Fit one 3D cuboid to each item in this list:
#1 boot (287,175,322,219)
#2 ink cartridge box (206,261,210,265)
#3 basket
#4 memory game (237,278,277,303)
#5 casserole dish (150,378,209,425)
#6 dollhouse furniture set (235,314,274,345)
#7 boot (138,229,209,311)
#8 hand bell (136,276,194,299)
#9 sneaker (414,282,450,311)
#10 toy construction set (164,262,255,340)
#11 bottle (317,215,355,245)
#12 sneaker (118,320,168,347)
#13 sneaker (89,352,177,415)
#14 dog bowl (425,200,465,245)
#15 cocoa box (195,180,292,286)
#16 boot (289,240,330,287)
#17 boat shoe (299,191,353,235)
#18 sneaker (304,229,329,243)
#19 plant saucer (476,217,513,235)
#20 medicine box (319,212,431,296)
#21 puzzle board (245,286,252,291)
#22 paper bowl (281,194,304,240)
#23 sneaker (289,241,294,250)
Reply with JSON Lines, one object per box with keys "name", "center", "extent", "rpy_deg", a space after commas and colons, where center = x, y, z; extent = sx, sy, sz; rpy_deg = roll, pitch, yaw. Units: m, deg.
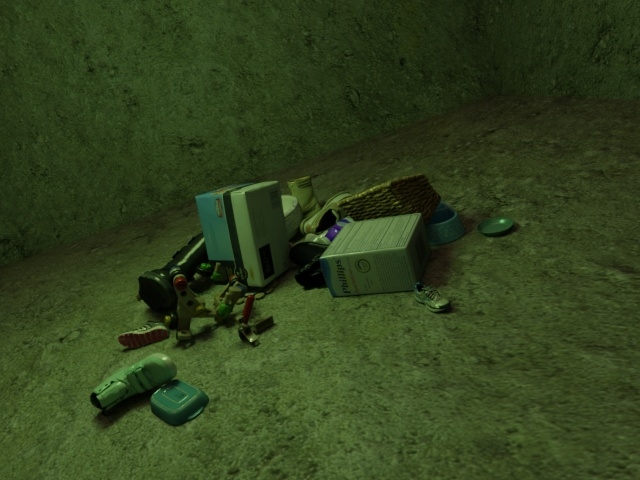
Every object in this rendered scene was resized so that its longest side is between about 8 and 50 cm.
{"name": "boot", "center": [-0.139, -0.187, 2.355], "extent": [0.262, 0.203, 0.095], "rpy_deg": [-22, 21, -9]}
{"name": "ink cartridge box", "center": [-0.462, 0.099, 2.096], "extent": [0.104, 0.062, 0.181], "rpy_deg": [-32, 25, -31]}
{"name": "basket", "center": [0.254, -0.156, 1.763], "extent": [0.299, 0.223, 0.213], "rpy_deg": [-19, 30, 55]}
{"name": "memory game", "center": [-0.244, 0.181, 1.776], "extent": [0.186, 0.012, 0.186], "rpy_deg": [-16, 21, 6]}
{"name": "casserole dish", "center": [-0.371, 0.411, 1.256], "extent": [0.188, 0.037, 0.114], "rpy_deg": [5, 31, 45]}
{"name": "dollhouse furniture set", "center": [-0.180, 0.256, 1.449], "extent": [0.114, 0.091, 0.081], "rpy_deg": [-26, 37, -28]}
{"name": "boot", "center": [-0.478, 0.059, 1.855], "extent": [0.445, 0.146, 0.367], "rpy_deg": [-44, 10, -29]}
{"name": "hand bell", "center": [-0.673, 0.174, 2.058], "extent": [0.242, 0.126, 0.126], "rpy_deg": [-34, 23, -9]}
{"name": "sneaker", "center": [0.299, 0.152, 1.326], "extent": [0.052, 0.058, 0.135], "rpy_deg": [-27, 23, -22]}
{"name": "toy construction set", "center": [-0.356, 0.231, 1.558], "extent": [0.308, 0.237, 0.257], "rpy_deg": [23, 12, 37]}
{"name": "bottle", "center": [0.113, -0.039, 1.923], "extent": [0.283, 0.092, 0.118], "rpy_deg": [-30, 30, -30]}
{"name": "sneaker", "center": [-0.600, 0.316, 1.657], "extent": [0.170, 0.063, 0.075], "rpy_deg": [-13, 21, -2]}
{"name": "sneaker", "center": [-0.508, 0.394, 1.307], "extent": [0.256, 0.094, 0.151], "rpy_deg": [-24, 10, 29]}
{"name": "dog bowl", "center": [0.416, -0.073, 1.786], "extent": [0.165, 0.074, 0.297], "rpy_deg": [-18, 20, 0]}
{"name": "cocoa box", "center": [-0.278, -0.028, 1.803], "extent": [0.228, 0.347, 0.231], "rpy_deg": [-1, 16, 28]}
{"name": "boot", "center": [-0.045, 0.085, 1.733], "extent": [0.246, 0.094, 0.207], "rpy_deg": [1, 23, 28]}
{"name": "boat shoe", "center": [0.053, -0.109, 2.149], "extent": [0.302, 0.113, 0.103], "rpy_deg": [-40, 29, -23]}
{"name": "sneaker", "center": [0.000, 0.000, 1.993], "extent": [0.152, 0.054, 0.061], "rpy_deg": [-11, 35, 29]}
{"name": "plant saucer", "center": [0.589, -0.043, 1.636], "extent": [0.119, 0.021, 0.119], "rpy_deg": [-15, 21, 6]}
{"name": "medicine box", "center": [0.183, 0.044, 1.571], "extent": [0.289, 0.149, 0.263], "rpy_deg": [-8, 22, 26]}
{"name": "puzzle board", "center": [-0.290, 0.165, 1.820], "extent": [0.096, 0.011, 0.128], "rpy_deg": [-27, 22, -21]}
{"name": "paper bowl", "center": [-0.211, -0.077, 2.189], "extent": [0.284, 0.148, 0.284], "rpy_deg": [-17, 26, 9]}
{"name": "sneaker", "center": [-0.156, 0.049, 1.976], "extent": [0.084, 0.070, 0.185], "rpy_deg": [-36, 19, -20]}
